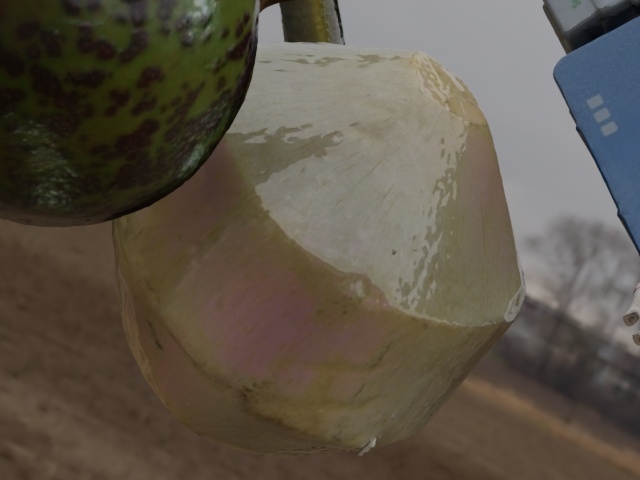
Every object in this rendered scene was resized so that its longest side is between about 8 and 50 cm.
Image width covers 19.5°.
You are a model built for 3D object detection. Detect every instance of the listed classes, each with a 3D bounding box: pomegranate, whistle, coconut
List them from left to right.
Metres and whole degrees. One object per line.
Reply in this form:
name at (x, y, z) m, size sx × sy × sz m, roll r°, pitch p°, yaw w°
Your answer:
pomegranate at (-0.096, -0.134, 0.816) m, size 0.222 × 0.277 × 0.204 m, roll 57°, pitch 6°, yaw 34°
whistle at (-0.002, -0.158, 1.758) m, size 0.057 × 0.068 × 0.326 m, roll 22°, pitch -39°, yaw 30°
coconut at (0.000, 0.000, 1.011) m, size 0.237 × 0.237 × 0.197 m, roll 27°, pitch 29°, yaw -35°

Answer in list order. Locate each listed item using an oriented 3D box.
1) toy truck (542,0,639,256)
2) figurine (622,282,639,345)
toy truck at (0.235, -0.063, 1.010) m, size 0.146 × 0.175 × 0.367 m, roll 56°, pitch 13°, yaw -44°
figurine at (0.373, 0.050, 1.977) m, size 0.083 × 0.083 × 0.187 m, roll 27°, pitch 37°, yaw 18°
